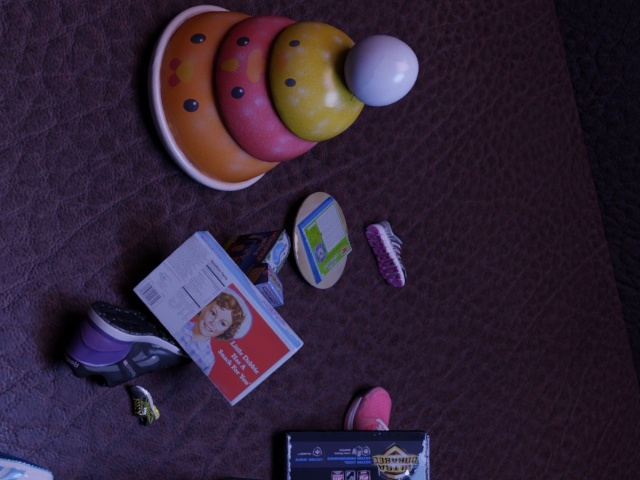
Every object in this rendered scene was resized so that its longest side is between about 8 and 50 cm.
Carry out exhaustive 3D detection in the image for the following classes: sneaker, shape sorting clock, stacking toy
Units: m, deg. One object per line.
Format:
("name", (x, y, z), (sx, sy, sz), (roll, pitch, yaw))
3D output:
("sneaker", (0.166, 0.025, 2.316), (0.075, 0.063, 0.170), (-39, 111, -40))
("sneaker", (-0.496, 0.352, 1.443), (0.228, 0.087, 0.092), (14, 81, -43))
("sneaker", (-0.326, 0.187, 1.679), (0.124, 0.107, 0.283), (-52, 150, 4))
("sneaker", (0.115, 0.460, 2.143), (0.116, 0.136, 0.314), (47, 51, -38))
("shape sorting clock", (0.000, 0.000, 2.130), (0.206, 0.040, 0.206), (14, 73, -53))
("sneaker", (-0.307, 0.285, 1.720), (0.035, 0.031, 0.083), (-51, 124, -41))
("stacking toy", (-0.036, -0.285, 1.769), (0.350, 0.479, 0.351), (10, 78, -51))

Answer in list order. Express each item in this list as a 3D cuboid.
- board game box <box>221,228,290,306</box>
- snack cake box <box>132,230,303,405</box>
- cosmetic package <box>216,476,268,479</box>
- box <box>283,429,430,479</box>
("board game box", (-0.131, 0.067, 1.837), (0.060, 0.194, 0.194), (58, 46, -29))
("snack cake box", (-0.173, 0.130, 1.713), (0.264, 0.152, 0.089), (50, 7, 3))
("cosmetic package", (-0.142, 0.558, 1.819), (0.107, 0.127, 0.238), (4, 80, -51))
("box", (0.070, 0.527, 1.995), (0.295, 0.073, 0.294), (2, 82, -7))
